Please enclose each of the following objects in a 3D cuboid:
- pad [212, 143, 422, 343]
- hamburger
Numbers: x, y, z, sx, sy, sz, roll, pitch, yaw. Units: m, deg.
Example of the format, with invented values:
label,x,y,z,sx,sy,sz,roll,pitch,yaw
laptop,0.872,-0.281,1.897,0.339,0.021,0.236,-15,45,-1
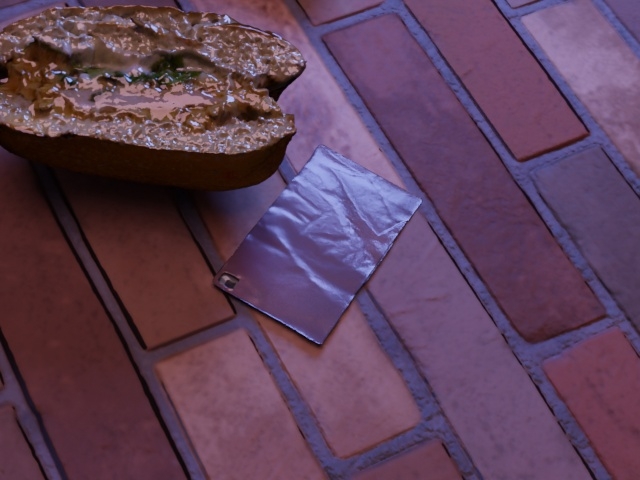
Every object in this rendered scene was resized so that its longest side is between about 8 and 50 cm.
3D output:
label,x,y,z,sx,sy,sz,roll,pitch,yaw
pad,0.000,0.000,1.160,0.113,0.006,0.187,29,57,12
hamburger,-0.158,-0.121,1.129,0.283,0.156,0.143,5,76,-3
